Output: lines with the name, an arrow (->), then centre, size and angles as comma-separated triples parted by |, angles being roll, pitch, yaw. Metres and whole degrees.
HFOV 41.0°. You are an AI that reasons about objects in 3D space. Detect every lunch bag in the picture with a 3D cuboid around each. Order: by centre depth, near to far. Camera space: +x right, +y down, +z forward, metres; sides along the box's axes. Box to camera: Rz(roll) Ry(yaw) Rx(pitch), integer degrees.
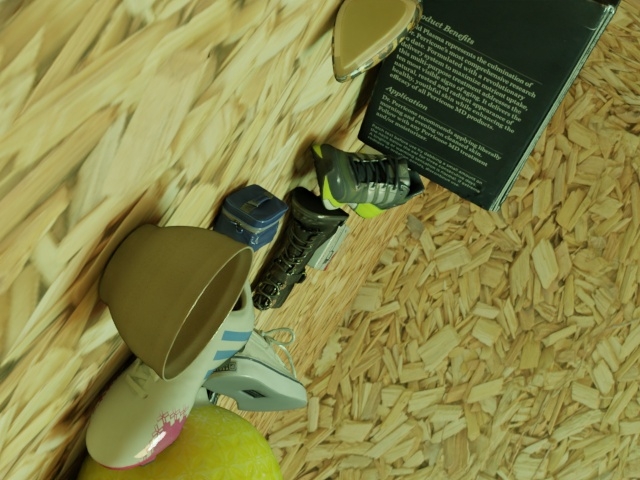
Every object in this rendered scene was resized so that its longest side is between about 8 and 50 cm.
lunch bag -> -0.092, -0.032, 1.114 | 0.065, 0.067, 0.098 | -64, 168, 26

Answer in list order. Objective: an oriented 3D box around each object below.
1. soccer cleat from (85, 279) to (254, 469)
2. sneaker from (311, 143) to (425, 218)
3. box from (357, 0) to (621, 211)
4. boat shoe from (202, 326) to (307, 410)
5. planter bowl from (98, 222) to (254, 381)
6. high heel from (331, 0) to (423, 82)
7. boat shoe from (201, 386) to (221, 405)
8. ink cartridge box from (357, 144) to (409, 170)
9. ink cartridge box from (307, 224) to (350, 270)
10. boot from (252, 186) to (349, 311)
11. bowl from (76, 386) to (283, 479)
soccer cleat -> -0.189, 0.142, 1.092 | 0.331, 0.116, 0.143 | -51, 152, -52
sneaker -> 0.078, -0.109, 1.412 | 0.121, 0.111, 0.300 | -16, 171, 23
box -> 0.333, -0.397, 1.457 | 0.480, 0.297, 0.471 | -56, 172, -35
boat shoe -> -0.118, 0.204, 1.502 | 0.367, 0.136, 0.156 | 49, 34, -63
planter bowl -> -0.158, 0.048, 0.888 | 0.162, 0.109, 0.162 | -56, 171, -14
high heel -> 0.079, -0.270, 1.167 | 0.186, 0.093, 0.261 | 95, 21, -63
boat shoe -> -0.227, 0.307, 1.518 | 0.083, 0.065, 0.183 | 12, 101, -80
ink cartridge box -> 0.121, -0.145, 1.764 | 0.181, 0.104, 0.061 | -49, 167, -45
ink cartridge box -> 0.000, 0.000, 1.715 | 0.109, 0.063, 0.150 | -59, 171, 1
boot -> -0.046, 0.029, 1.501 | 0.229, 0.091, 0.263 | -55, 168, 5
bowl -> -0.202, 0.287, 1.172 | 0.289, 0.290, 0.156 | 64, 16, -79
